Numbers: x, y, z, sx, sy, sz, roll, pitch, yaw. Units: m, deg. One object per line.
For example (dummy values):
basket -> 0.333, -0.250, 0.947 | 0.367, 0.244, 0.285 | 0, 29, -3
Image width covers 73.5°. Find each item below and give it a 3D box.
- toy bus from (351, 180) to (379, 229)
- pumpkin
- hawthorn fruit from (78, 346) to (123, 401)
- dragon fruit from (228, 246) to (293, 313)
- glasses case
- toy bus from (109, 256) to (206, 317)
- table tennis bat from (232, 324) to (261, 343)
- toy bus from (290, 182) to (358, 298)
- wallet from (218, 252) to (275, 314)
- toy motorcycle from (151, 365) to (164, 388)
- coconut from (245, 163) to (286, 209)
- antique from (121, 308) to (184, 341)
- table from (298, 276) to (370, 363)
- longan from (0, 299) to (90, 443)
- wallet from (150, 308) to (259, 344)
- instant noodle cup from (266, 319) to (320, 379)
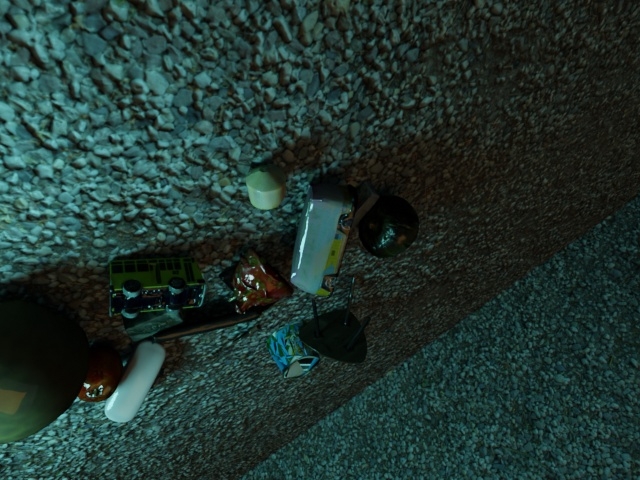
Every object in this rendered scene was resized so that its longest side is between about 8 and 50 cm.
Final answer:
toy bus -> 0.128, -0.117, 1.526 | 0.064, 0.075, 0.190 | 15, 123, -45
pumpkin -> 0.240, -0.053, 1.559 | 0.159, 0.238, 0.238 | 19, 120, -43
hawthorn fruit -> -0.748, 0.448, 1.434 | 0.173, 0.179, 0.174 | -1, 144, -1
dragon fruit -> -0.215, 0.177, 1.493 | 0.211, 0.134, 0.262 | -39, 140, 4
glasses case -> -0.661, 0.501, 1.538 | 0.113, 0.075, 0.297 | 32, 76, -29
toy bus -> -0.490, 0.131, 1.285 | 0.261, 0.150, 0.128 | -2, 135, -29
table tennis bat -> -0.330, 0.343, 1.775 | 0.170, 0.119, 0.107 | -34, 179, 37
toy bus -> 0.000, 0.000, 1.423 | 0.162, 0.171, 0.387 | 11, 117, -4
wallet -> -0.237, 0.170, 1.609 | 0.172, 0.045, 0.318 | -33, 143, -7
toy motorcycle -> -0.692, 0.526, 1.636 | 0.204, 0.108, 0.239 | -36, 167, 13
coconut -> -0.155, -0.161, 1.230 | 0.116, 0.116, 0.122 | -20, 146, -17
antique -> -0.552, 0.249, 1.429 | 0.182, 0.086, 0.088 | -22, 143, -15
table -> 0.103, 0.347, 1.871 | 0.317, 0.317, 0.249 | -12, 131, -27
longan -> -0.822, 0.348, 1.143 | 0.404, 0.336, 0.405 | -50, 150, -44
wallet -> -0.419, 0.310, 1.555 | 0.377, 0.051, 0.197 | -10, 172, -24
instant noodle cup -> -0.118, 0.516, 1.988 | 0.240, 0.178, 0.240 | -20, 141, -17
